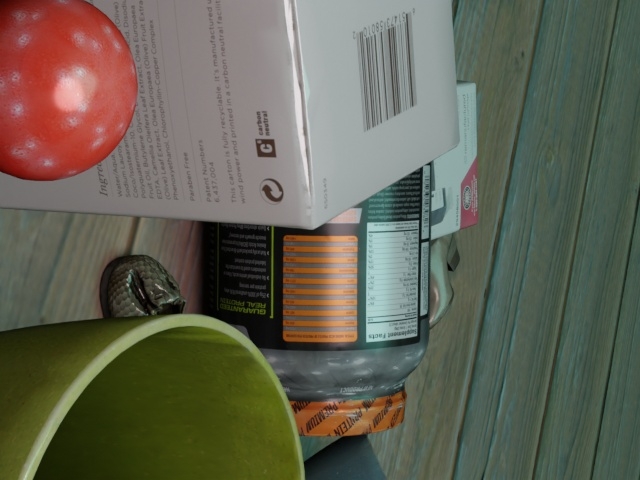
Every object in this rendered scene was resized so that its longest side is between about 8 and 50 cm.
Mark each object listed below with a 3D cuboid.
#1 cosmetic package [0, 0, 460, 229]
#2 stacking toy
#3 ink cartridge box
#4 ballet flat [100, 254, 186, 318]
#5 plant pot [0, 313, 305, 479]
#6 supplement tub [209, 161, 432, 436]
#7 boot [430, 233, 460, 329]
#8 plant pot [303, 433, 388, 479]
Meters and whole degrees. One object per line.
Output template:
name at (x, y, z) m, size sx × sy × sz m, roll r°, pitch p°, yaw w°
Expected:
cosmetic package at (-0.121, -0.108, 0.905) m, size 0.197 × 0.366 × 0.155 m, roll -33°, pitch 122°, yaw -56°
stacking toy at (-0.232, -0.073, 0.759) m, size 0.141 × 0.330 × 0.141 m, roll -11°, pitch 103°, yaw -58°
ink cartridge box at (0.073, -0.077, 1.494) m, size 0.218 × 0.092 × 0.158 m, roll -16°, pitch 107°, yaw -55°
ballet flat at (-0.121, 0.128, 1.219) m, size 0.084 × 0.058 × 0.249 m, roll -34°, pitch 119°, yaw -50°
plant pot at (-0.204, 0.166, 0.868) m, size 0.275 × 0.294 × 0.274 m, roll -12°, pitch 104°, yaw -58°
supplement tub at (0.000, 0.000, 1.284) m, size 0.194 × 0.194 × 0.315 m, roll -7°, pitch 100°, yaw -58°
boot at (0.115, 0.028, 1.629) m, size 0.087 × 0.042 × 0.118 m, roll 50°, pitch 51°, yaw -41°
plant pot at (0.007, 0.332, 1.273) m, size 0.290 × 0.195 × 0.290 m, roll 156°, pitch -90°, yaw -88°
